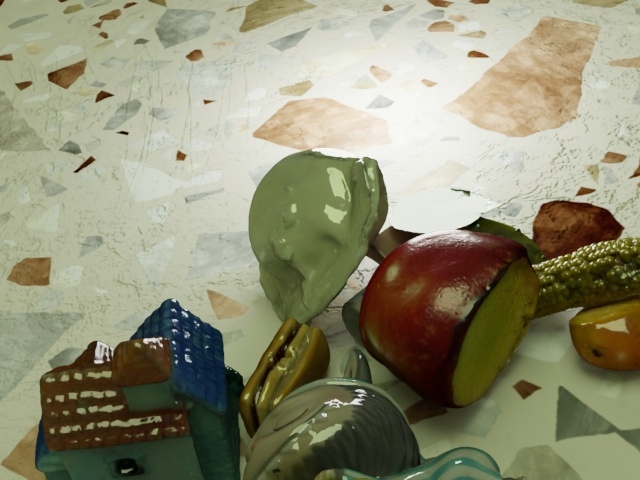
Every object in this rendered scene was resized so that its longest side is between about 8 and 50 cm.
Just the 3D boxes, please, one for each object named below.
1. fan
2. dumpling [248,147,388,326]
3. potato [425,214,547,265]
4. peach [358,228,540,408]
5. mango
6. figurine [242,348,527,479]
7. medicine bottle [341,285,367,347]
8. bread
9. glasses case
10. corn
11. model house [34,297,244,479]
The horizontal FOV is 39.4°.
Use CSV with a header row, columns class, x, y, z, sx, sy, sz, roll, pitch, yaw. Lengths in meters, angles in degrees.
class,x,y,z,sx,sy,sz,roll,pitch,yaw
fan,0.277,-0.059,1.581,0.310,0.010,0.182,-4,29,15
dumpling,0.000,0.000,1.524,0.233,0.395,0.316,13,74,-28
potato,0.291,0.015,1.564,0.225,0.090,0.117,28,49,23
peach,0.196,0.099,1.340,0.245,0.248,0.275,41,80,10
mango,0.495,0.136,1.392,0.217,0.102,0.141,-19,14,-16
figurine,0.079,0.266,1.212,0.361,0.266,0.378,-2,41,1
medicine bottle,0.133,0.097,1.506,0.186,0.103,0.103,-36,47,-27
bread,-0.052,0.221,1.393,0.077,0.116,0.200,13,46,21
glasses case,0.173,0.007,1.642,0.193,0.070,0.102,-36,76,-30
corn,0.387,0.070,1.424,0.319,0.097,0.097,-21,35,27
model house,-0.274,0.217,1.288,0.294,0.329,0.252,-8,44,1
